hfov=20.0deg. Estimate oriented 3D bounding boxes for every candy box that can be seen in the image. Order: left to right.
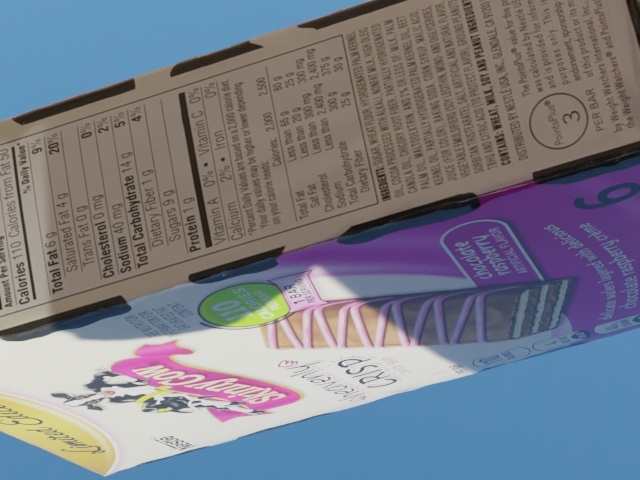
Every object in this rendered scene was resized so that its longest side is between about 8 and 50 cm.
[{"bbox_3d":[0.000,0.000,0.560,0.233,0.159,0.071,-16,-112,14],"label":"candy box"}]
